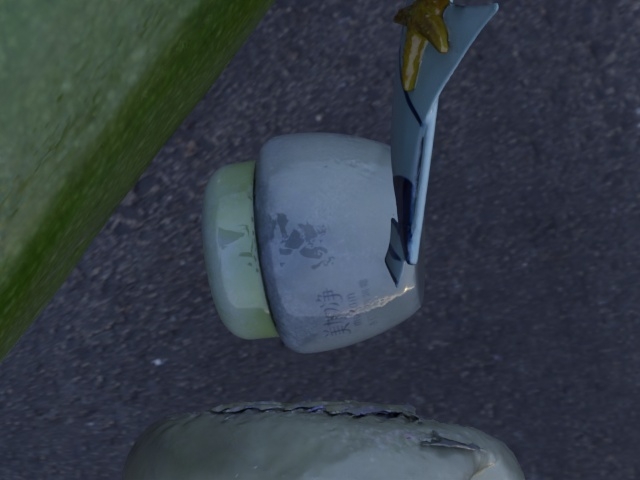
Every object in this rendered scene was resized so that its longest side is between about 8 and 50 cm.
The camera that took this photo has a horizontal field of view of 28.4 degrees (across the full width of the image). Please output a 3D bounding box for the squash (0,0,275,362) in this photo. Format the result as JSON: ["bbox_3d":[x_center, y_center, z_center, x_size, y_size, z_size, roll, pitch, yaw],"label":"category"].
[{"bbox_3d":[-0.185,-0.113,0.612,0.263,0.263,0.384,39,75,-12],"label":"squash"}]

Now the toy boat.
[{"bbox_3d":[0.072,-0.116,0.771,0.067,0.220,0.291,3,95,-14],"label":"toy boat"}]

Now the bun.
[{"bbox_3d":[-0.002,0.183,0.800,0.273,0.273,0.168,9,81,-20],"label":"bun"}]

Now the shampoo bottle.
[{"bbox_3d":[0.000,0.000,1.848,0.317,0.322,0.322,-9,84,5],"label":"shampoo bottle"}]
